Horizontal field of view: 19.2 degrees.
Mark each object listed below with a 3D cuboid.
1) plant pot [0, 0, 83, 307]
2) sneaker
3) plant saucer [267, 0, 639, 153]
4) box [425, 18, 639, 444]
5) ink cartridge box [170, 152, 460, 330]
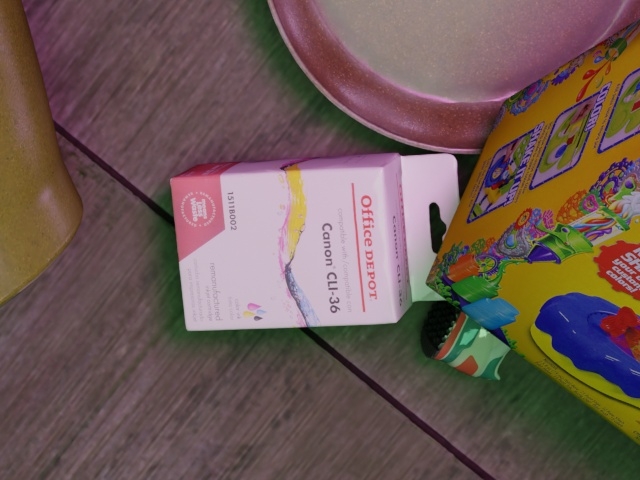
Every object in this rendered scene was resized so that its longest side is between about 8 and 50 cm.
[{"bbox_3d":[-0.339,-0.107,1.240,0.366,0.366,0.353,-25,111,4],"label":"plant pot"},{"bbox_3d":[0.144,0.032,1.395,0.075,0.057,0.161,30,98,-22],"label":"sneaker"},{"bbox_3d":[0.110,-0.217,1.333,0.310,0.050,0.310,-1,106,-3],"label":"plant saucer"},{"bbox_3d":[0.280,0.004,1.227,0.290,0.279,0.177,36,56,-16],"label":"box"},{"bbox_3d":[0.000,0.000,1.354,0.198,0.067,0.115,-3,100,15],"label":"ink cartridge box"}]
